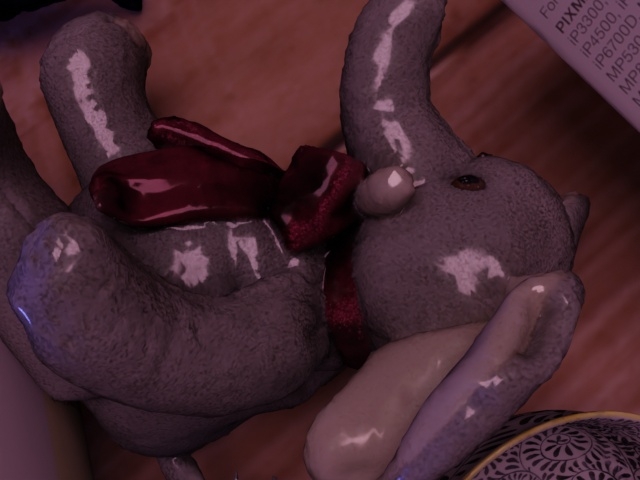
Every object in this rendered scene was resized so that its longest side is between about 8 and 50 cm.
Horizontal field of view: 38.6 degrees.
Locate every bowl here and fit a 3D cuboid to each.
[{"bbox_3d":[0.102,0.147,0.452,0.170,0.080,0.170,-5,106,-18],"label":"bowl"}]

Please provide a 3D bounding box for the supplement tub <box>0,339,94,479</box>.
[{"bbox_3d":[-0.237,0.091,0.444,0.235,0.235,0.324,-17,70,1],"label":"supplement tub"}]

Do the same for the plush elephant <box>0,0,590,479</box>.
[{"bbox_3d":[0.000,0.000,0.437,0.255,0.272,0.330,-24,96,11],"label":"plush elephant"}]

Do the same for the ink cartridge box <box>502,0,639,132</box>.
[{"bbox_3d":[0.303,-0.081,0.413,0.279,0.160,0.384,-25,66,-40],"label":"ink cartridge box"}]

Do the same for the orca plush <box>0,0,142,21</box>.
[{"bbox_3d":[-0.268,-0.168,0.632,0.287,0.102,0.151,5,27,-2],"label":"orca plush"}]
